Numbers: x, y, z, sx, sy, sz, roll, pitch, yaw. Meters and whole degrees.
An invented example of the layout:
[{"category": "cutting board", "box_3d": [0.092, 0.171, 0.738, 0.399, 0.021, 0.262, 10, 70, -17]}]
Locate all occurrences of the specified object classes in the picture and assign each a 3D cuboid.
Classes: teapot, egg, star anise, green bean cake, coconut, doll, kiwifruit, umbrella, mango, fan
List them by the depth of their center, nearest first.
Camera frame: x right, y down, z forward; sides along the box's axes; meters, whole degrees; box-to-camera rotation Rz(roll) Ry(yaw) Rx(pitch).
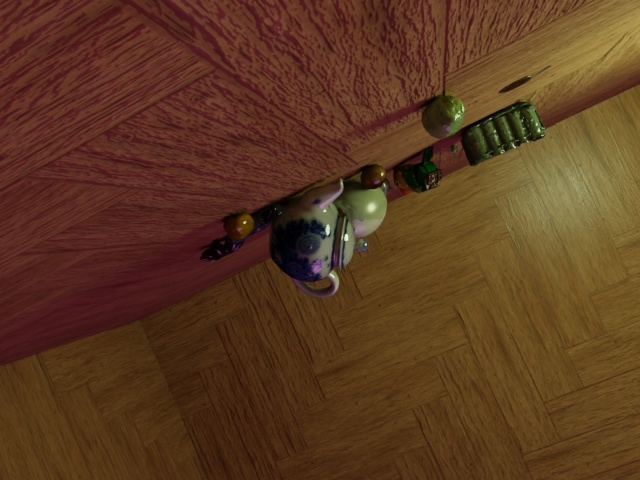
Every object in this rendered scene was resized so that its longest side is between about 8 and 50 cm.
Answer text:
[{"category": "coconut", "box_3d": [0.256, -0.257, 1.163, 0.087, 0.088, 0.096, -24, 172, -15]}, {"category": "fan", "box_3d": [0.513, -0.401, 1.391, 0.133, 0.005, 0.085, -25, 176, 24]}, {"category": "mango", "box_3d": [-0.211, -0.038, 1.445, 0.080, 0.061, 0.114, -27, 173, 0]}, {"category": "umbrella", "box_3d": [-0.187, -0.045, 1.585, 0.250, 0.052, 0.053, -26, 176, 44]}, {"category": "teapot", "box_3d": [0.000, 0.000, 1.618, 0.279, 0.424, 0.252, 7, -145, 6]}, {"category": "kiwifruit", "box_3d": [0.156, -0.188, 1.642, 0.075, 0.075, 0.124, -24, -179, 2]}, {"category": "egg", "box_3d": [0.122, -0.106, 1.759, 0.217, 0.183, 0.183, -31, -178, -38]}, {"category": "star anise", "box_3d": [-0.316, 0.028, 1.798, 0.167, 0.057, 0.168, -24, 176, -2]}, {"category": "green bean cake", "box_3d": [0.590, -0.343, 1.826, 0.241, 0.132, 0.255, -25, 179, 13]}, {"category": "doll", "box_3d": [0.327, -0.227, 1.904, 0.106, 0.135, 0.186, -24, -176, -38]}]

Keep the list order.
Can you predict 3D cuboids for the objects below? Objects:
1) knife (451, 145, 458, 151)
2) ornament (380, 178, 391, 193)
[{"category": "knife", "box_3d": [0.514, -0.349, 2.134, 0.022, 0.026, 0.184, 16, -169, 15]}, {"category": "ornament", "box_3d": [0.213, -0.192, 1.972, 0.081, 0.075, 0.156, 17, -177, 8]}]
